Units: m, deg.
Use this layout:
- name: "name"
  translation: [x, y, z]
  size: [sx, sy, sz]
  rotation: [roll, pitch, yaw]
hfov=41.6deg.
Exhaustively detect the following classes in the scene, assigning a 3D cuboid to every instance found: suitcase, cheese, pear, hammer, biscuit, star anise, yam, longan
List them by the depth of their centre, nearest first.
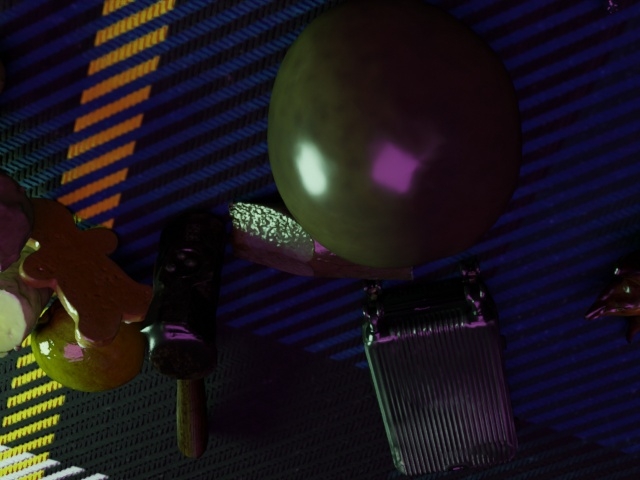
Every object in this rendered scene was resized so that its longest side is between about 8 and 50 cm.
- name: "longan"
  translation: [0.085, -0.123, 0.990]
  size: [0.319, 0.319, 0.318]
  rotation: [1, 117, 2]
- name: "biscuit"
  translation: [-0.335, 0.037, 1.153]
  size: [0.240, 0.158, 0.035]
  rotation: [48, 129, 12]
- name: "yam"
  translation: [0.000, 0.000, 1.154]
  size: [0.259, 0.106, 0.106]
  rotation: [2, 117, -1]
- name: "star anise"
  translation: [0.485, 0.037, 1.166]
  size: [0.272, 0.102, 0.272]
  rotation: [-8, 142, -7]
- name: "cheese"
  translation: [-0.422, 0.075, 1.167]
  size: [0.094, 0.167, 0.123]
  rotation: [27, 113, -9]
- name: "pear"
  translation: [-0.330, 0.141, 1.206]
  size: [0.149, 0.148, 0.162]
  rotation: [-38, 136, 19]
- name: "hammer"
  translation: [-0.192, 0.180, 1.208]
  size: [0.095, 0.242, 0.408]
  rotation: [3, 131, -6]
- name: "suitcase"
  translation: [0.172, 0.193, 1.227]
  size: [0.202, 0.128, 0.312]
  rotation: [-10, 117, 7]

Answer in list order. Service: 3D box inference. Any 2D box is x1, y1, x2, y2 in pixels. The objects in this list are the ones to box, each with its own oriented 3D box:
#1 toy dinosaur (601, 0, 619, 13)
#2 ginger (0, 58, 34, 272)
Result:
- name: "toy dinosaur"
  translation: [0.319, -0.339, 0.994]
  size: [0.049, 0.055, 0.154]
  rotation: [-24, 106, 10]
- name: "ginger"
  translation: [-0.483, -0.108, 1.061]
  size: [0.245, 0.155, 0.304]
  rotation: [-2, 98, 20]
